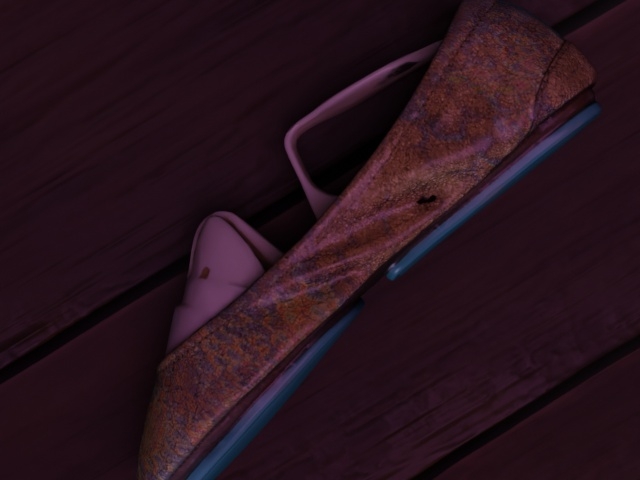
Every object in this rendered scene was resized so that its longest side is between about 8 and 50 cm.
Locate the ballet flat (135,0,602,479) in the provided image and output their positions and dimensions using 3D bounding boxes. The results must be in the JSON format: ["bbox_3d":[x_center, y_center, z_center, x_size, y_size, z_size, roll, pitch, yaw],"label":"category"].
[{"bbox_3d":[0.000,0.000,0.806,0.348,0.123,0.123,-44,108,4],"label":"ballet flat"}]
